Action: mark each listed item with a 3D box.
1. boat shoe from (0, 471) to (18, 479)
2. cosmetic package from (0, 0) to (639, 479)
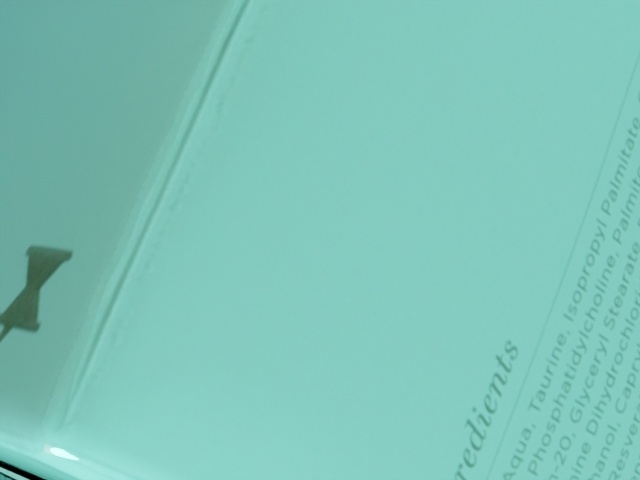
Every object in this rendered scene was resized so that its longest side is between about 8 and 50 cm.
[{"bbox_3d":[-0.195,0.139,0.691,0.302,0.094,0.109,13,163,35],"label":"boat shoe"},{"bbox_3d":[0.000,0.000,0.740,0.394,0.327,0.329,33,163,-37],"label":"cosmetic package"}]
